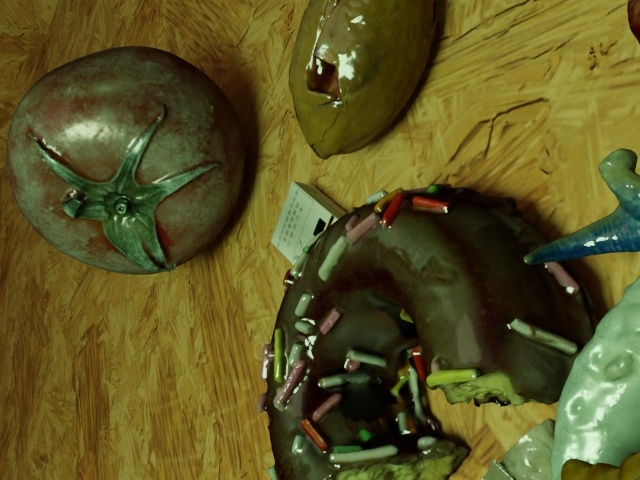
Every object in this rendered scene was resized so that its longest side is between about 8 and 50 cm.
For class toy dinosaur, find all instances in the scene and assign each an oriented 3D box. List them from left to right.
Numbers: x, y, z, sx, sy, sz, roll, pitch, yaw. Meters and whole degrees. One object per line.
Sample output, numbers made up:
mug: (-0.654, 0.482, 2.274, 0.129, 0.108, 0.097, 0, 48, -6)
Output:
toy dinosaur: (0.255, -0.005, 0.430, 0.248, 0.075, 0.188, -35, 46, 17)

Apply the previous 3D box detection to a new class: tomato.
tomato: (-0.262, -0.107, 1.018, 0.316, 0.317, 0.282, -57, 22, 30)

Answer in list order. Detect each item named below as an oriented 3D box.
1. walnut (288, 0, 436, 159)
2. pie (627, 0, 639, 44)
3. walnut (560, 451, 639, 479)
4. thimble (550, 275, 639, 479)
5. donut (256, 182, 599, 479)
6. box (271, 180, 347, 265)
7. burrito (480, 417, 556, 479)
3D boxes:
walnut: (0.043, -0.198, 0.761, 0.137, 0.137, 0.245, 42, 111, 52)
pie: (0.270, -0.172, 0.441, 0.182, 0.049, 0.182, -36, 33, 27)
walnut: (0.140, 0.160, 0.308, 0.170, 0.069, 0.142, -30, 59, 47)
thimble: (0.235, 0.118, 0.370, 0.237, 0.150, 0.237, -21, 65, 55)
donut: (0.061, 0.085, 0.653, 0.345, 0.136, 0.259, -47, 48, 36)
box: (0.000, 0.000, 0.844, 0.154, 0.040, 0.084, 43, 115, 53)
burrito: (0.163, 0.247, 0.518, 0.087, 0.060, 0.226, -41, 49, 41)
